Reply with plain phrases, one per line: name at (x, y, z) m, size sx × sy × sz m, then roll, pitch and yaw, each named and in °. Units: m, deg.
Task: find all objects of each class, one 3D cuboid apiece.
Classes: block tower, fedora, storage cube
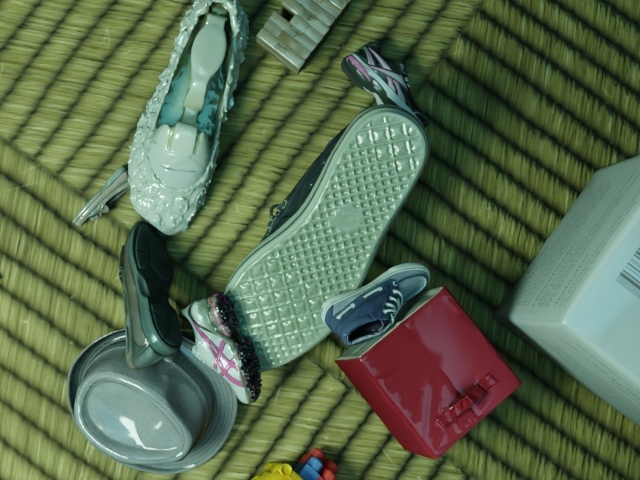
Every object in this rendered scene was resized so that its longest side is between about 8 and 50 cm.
block tower at (0.027, -0.434, 1.670) m, size 0.097 × 0.091 × 0.335 m, roll 38°, pitch 85°, yaw -3°
fedora at (-0.273, 0.267, 1.580) m, size 0.275 × 0.124 × 0.244 m, roll 35°, pitch 102°, yaw -5°
storage cube at (0.164, 0.205, 1.595) m, size 0.183 × 0.215 × 0.193 m, roll -38°, pitch 90°, yaw -12°

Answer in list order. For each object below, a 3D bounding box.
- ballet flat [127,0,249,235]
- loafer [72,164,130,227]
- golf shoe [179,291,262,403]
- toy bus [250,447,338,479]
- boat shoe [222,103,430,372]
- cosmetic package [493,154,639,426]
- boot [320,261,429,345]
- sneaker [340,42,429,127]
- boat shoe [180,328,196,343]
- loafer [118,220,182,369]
ballet flat at (-0.213, -0.213, 1.619) m, size 0.146 × 0.147 × 0.409 m, roll 14°, pitch 87°, yaw -4°
loafer at (-0.351, -0.066, 1.653) m, size 0.039 × 0.045 × 0.125 m, roll 41°, pitch 83°, yaw -9°
golf shoe at (-0.153, 0.173, 1.581) m, size 0.085 × 0.067 × 0.186 m, roll -19°, pitch 100°, yaw 20°
toy bus at (-0.030, 0.449, 1.619) m, size 0.220 × 0.149 × 0.211 m, roll 46°, pitch 70°, yaw -3°
boat shoe at (0.000, 0.000, 1.626) m, size 0.186 × 0.156 × 0.500 m, roll 32°, pitch 101°, yaw -8°
cosmetic package at (0.522, 0.086, 1.535) m, size 0.327 × 0.393 × 0.329 m, roll 36°, pitch 86°, yaw -2°
boot at (0.100, 0.102, 1.550) m, size 0.190 × 0.086 × 0.069 m, roll -25°, pitch 126°, yaw -15°
sneaker at (0.123, -0.260, 1.684) m, size 0.077 × 0.072 × 0.178 m, roll -45°, pitch 97°, yaw -15°
boat shoe at (-0.264, 0.165, 1.646) m, size 0.152 × 0.049 × 0.056 m, roll -3°, pitch 90°, yaw -3°
loafer at (-0.283, 0.081, 1.577) m, size 0.084 × 0.268 × 0.096 m, roll -35°, pitch 134°, yaw 18°
